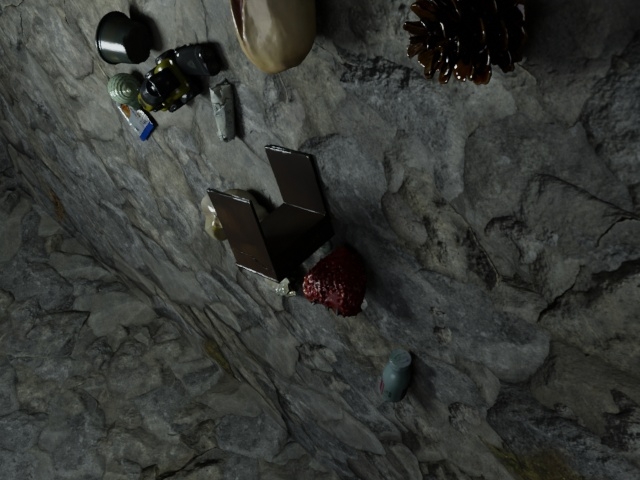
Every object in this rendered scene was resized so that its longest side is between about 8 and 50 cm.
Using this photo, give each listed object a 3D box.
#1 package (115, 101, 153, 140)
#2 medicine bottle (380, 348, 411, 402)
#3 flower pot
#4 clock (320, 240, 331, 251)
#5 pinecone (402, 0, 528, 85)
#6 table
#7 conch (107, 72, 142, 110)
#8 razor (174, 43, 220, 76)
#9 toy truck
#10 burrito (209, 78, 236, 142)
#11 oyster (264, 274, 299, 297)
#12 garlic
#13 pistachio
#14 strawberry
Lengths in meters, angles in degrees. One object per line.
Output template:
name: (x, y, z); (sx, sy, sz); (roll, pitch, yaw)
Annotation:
package: (-0.663, -0.450, 2.293); (0.173, 0.027, 0.171); (56, 150, -6)
medicine bottle: (0.243, 0.430, 2.053); (0.090, 0.090, 0.216); (34, 146, 24)
flower pot: (-0.573, -0.589, 1.908); (0.107, 0.157, 0.157); (22, 142, 23)
clock: (0.000, 0.000, 1.959); (0.083, 0.010, 0.074); (53, 150, -5)
pinecone: (0.236, -0.348, 1.076); (0.208, 0.208, 0.207); (33, 146, 25)
table: (-0.137, -0.079, 1.811); (0.196, 0.250, 0.282); (20, 141, 40)
conch: (-0.638, -0.495, 2.137); (0.135, 0.102, 0.153); (52, -175, -27)
razor: (-0.340, -0.500, 1.786); (0.148, 0.054, 0.090); (16, 136, 45)
toy truck: (-0.474, -0.449, 1.909); (0.147, 0.165, 0.224); (55, 150, -12)
burrito: (-0.279, -0.367, 1.855); (0.064, 0.064, 0.203); (33, 146, 25)
oyster: (-0.151, 0.102, 2.204); (0.214, 0.083, 0.223); (60, 154, -12)
garlic: (-0.254, -0.061, 2.071); (0.281, 0.184, 0.203); (26, 163, -1)
pistachio: (-0.107, -0.500, 1.353); (0.187, 0.187, 0.299); (22, 137, 38)
strawberry: (0.051, 0.118, 1.879); (0.187, 0.184, 0.201); (41, 119, 58)
